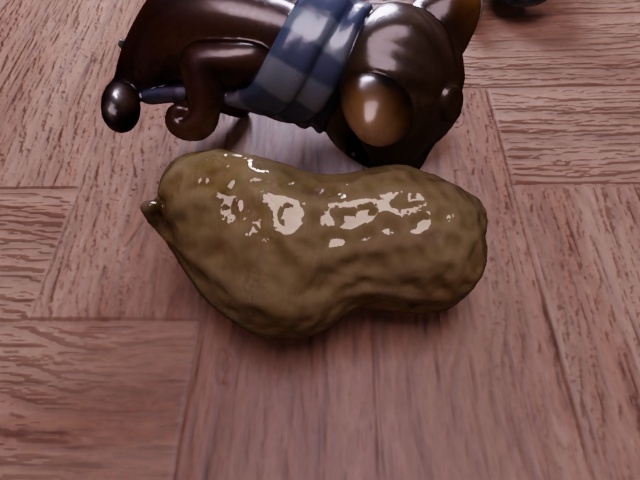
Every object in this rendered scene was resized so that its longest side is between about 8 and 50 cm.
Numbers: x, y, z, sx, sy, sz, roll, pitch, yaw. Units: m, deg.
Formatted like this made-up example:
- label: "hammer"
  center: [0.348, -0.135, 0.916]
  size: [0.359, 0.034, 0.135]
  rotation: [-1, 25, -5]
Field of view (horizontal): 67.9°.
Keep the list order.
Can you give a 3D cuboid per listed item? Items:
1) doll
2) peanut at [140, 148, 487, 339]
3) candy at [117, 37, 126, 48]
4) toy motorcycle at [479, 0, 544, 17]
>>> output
- label: "doll"
  center: [-0.022, -0.173, 0.497]
  size: [0.340, 0.209, 0.318]
  rotation: [19, 57, 11]
- label: "peanut"
  center: [-0.004, 0.009, 0.419]
  size: [0.291, 0.143, 0.159]
  rotation: [6, 88, -1]
- label: "candy"
  center: [-0.202, -0.299, 0.683]
  size: [0.175, 0.045, 0.043]
  rotation: [-31, 74, -17]
- label: "toy motorcycle"
  center: [0.233, -0.482, 0.747]
  size: [0.223, 0.108, 0.340]
  rotation: [-11, 66, 4]
